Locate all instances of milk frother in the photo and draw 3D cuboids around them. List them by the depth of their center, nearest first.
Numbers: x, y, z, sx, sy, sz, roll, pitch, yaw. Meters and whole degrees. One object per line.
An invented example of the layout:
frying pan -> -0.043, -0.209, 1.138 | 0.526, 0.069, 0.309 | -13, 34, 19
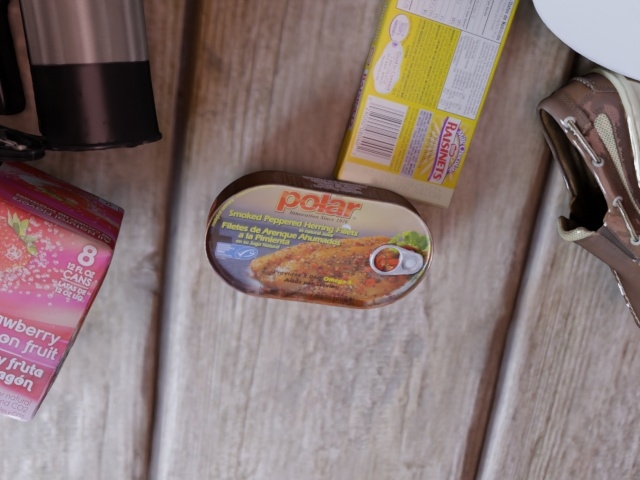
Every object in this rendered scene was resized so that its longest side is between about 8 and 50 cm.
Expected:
milk frother -> -0.176, -0.122, 0.399 | 0.129, 0.143, 0.135 | -5, 107, -7

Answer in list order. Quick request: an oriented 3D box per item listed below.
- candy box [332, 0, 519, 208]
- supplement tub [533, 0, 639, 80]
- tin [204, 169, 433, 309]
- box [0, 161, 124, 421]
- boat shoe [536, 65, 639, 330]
candy box -> 0.088, -0.136, 0.513 | 0.105, 0.027, 0.206 | 13, 104, -18
supplement tub -> 0.281, -0.260, 0.415 | 0.191, 0.191, 0.272 | 27, 92, -18
tin -> 0.000, 0.000, 0.518 | 0.189, 0.040, 0.106 | 9, 123, -14
box -> -0.263, -0.010, 0.376 | 0.256, 0.128, 0.123 | 26, 96, -19
boat shoe -> 0.254, -0.019, 0.555 | 0.095, 0.095, 0.258 | -21, 98, -2
